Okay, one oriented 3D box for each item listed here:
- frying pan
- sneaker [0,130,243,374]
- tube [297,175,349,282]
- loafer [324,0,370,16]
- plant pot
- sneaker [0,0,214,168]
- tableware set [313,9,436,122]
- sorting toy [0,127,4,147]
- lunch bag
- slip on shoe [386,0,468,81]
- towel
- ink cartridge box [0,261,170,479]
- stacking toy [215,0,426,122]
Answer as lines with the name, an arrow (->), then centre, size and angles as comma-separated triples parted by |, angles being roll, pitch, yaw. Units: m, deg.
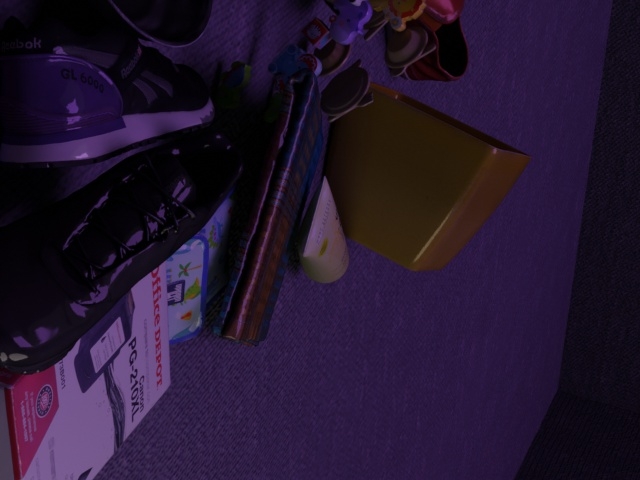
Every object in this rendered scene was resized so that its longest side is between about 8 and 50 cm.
frying pan -> -0.152, -0.298, 1.174 | 0.197, 0.053, 0.326 | 33, 46, -53
sneaker -> -0.159, -0.008, 1.111 | 0.130, 0.109, 0.286 | -33, -169, 39
tube -> 0.000, 0.000, 1.740 | 0.070, 0.062, 0.240 | 63, -3, 14
loafer -> -0.003, -0.296, 1.552 | 0.092, 0.102, 0.268 | -34, 166, -1
plant pot -> 0.116, -0.074, 1.905 | 0.187, 0.212, 0.212 | -64, 163, 9
sneaker -> -0.163, -0.141, 1.197 | 0.283, 0.107, 0.124 | -38, 125, -69
tableware set -> 0.048, -0.209, 1.641 | 0.020, 0.141, 0.168 | 42, 17, -38
sorting toy -> -0.293, -0.053, 0.975 | 0.348, 0.047, 0.196 | 41, 65, -69
lunch bag -> -0.144, 0.021, 1.373 | 0.151, 0.096, 0.128 | -47, 152, -48
slip on shoe -> 0.135, -0.322, 1.903 | 0.123, 0.101, 0.331 | -63, 156, -28
towel -> -0.050, -0.023, 1.542 | 0.370, 0.040, 0.271 | 71, 35, -86
ink cartridge box -> -0.219, 0.105, 1.215 | 0.237, 0.100, 0.172 | -52, 150, -51
stacking toy -> 0.002, -0.200, 1.542 | 0.221, 0.052, 0.167 | -43, 165, 13
